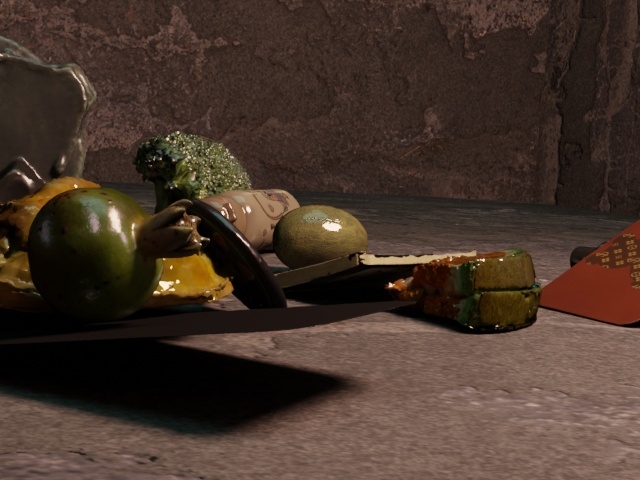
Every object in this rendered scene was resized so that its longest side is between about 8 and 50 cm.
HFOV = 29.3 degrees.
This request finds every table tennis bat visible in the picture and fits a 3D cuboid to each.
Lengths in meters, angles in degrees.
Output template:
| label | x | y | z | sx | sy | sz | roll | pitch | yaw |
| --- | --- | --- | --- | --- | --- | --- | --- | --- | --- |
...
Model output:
| label | x | y | z | sx | sy | sz | roll | pitch | yaw |
| --- | --- | --- | --- | --- | --- | --- | --- | --- | --- |
| table tennis bat | -0.097 | 0.026 | 1.252 | 0.027 | 0.150 | 0.236 | -40 | 3 | -18 |

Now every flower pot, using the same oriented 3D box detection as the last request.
| label | x | y | z | sx | sy | sz | roll | pitch | yaw |
| --- | --- | --- | --- | --- | --- | --- | --- | --- | --- |
| flower pot | -0.420 | -0.124 | 1.525 | 0.299 | 0.299 | 0.283 | 4 | -1 | -9 |

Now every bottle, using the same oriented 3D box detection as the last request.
| label | x | y | z | sx | sy | sz | roll | pitch | yaw |
| --- | --- | --- | --- | --- | --- | --- | --- | --- | --- |
| bottle | -0.124 | -0.026 | 1.842 | 0.110 | 0.097 | 0.209 | -29 | -12 | 29 |

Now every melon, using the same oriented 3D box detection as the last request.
| label | x | y | z | sx | sy | sz | roll | pitch | yaw |
| --- | --- | --- | --- | --- | --- | --- | --- | --- | --- |
| melon | 0.000 | 0.000 | 1.638 | 0.131 | 0.098 | 0.098 | 0 | 6 | -13 |

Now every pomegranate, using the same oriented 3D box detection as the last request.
| label | x | y | z | sx | sy | sz | roll | pitch | yaw |
| --- | --- | --- | --- | --- | --- | --- | --- | --- | --- |
| pomegranate | -0.159 | 0.006 | 0.961 | 0.142 | 0.114 | 0.114 | -16 | -2 | 19 |

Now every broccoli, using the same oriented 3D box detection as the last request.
| label | x | y | z | sx | sy | sz | roll | pitch | yaw |
| --- | --- | --- | --- | --- | --- | --- | --- | --- | --- |
| broccoli | -0.223 | -0.097 | 2.093 | 0.226 | 0.176 | 0.198 | -4 | -14 | 15 |

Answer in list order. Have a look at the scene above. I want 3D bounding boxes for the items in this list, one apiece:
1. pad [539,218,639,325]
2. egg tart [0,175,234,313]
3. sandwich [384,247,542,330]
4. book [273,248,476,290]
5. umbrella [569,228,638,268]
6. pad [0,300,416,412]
| label | x | y | z | sx | sy | sz | roll | pitch | yaw |
| --- | --- | --- | --- | --- | --- | --- | --- | --- | --- |
| pad | 0.404 | 0.024 | 1.504 | 0.267 | 0.004 | 0.181 | -31 | 24 | -25 |
| egg tart | -0.220 | 0.008 | 1.145 | 0.297 | 0.132 | 0.297 | 4 | 5 | 0 |
| sandwich | 0.179 | 0.046 | 1.377 | 0.159 | 0.079 | 0.235 | 8 | 6 | 36 |
| book | 0.061 | 0.039 | 1.471 | 0.157 | 0.026 | 0.231 | -17 | -11 | 41 |
| umbrella | 0.439 | 0.038 | 1.579 | 0.272 | 0.110 | 0.122 | 9 | 41 | 46 |
| pad | -0.113 | 0.091 | 0.983 | 0.375 | 0.063 | 0.315 | -4 | 1 | 26 |
